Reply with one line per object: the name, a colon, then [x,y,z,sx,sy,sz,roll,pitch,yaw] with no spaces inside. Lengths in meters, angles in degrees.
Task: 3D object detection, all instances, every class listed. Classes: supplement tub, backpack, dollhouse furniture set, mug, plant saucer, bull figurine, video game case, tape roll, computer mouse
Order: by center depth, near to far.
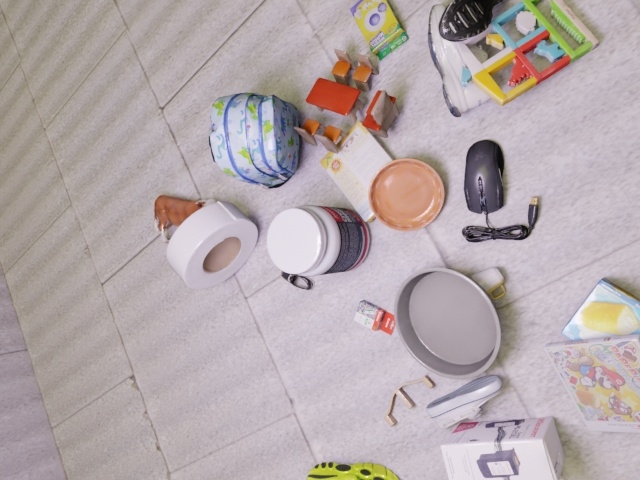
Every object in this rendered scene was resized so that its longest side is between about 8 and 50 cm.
video game case: [0.622,0.310,1.069,0.206,0.026,0.227,-25,95,53]
computer mouse: [0.438,-0.121,1.237,0.184,0.060,0.262,4,93,32]
mug: [0.426,0.102,1.258,0.064,0.078,0.062,-35,40,18]
plant saucer: [0.227,-0.123,1.338,0.200,0.037,0.200,3,110,9]
dollhouse furniture set: [0.076,-0.379,1.369,0.259,0.135,0.262,26,87,29]
supplement tub: [0.000,0.000,1.381,0.191,0.272,0.191,0,91,31]
backpack: [-0.178,-0.296,1.439,0.273,0.355,0.290,5,93,30]
tape roll: [-0.335,0.017,1.580,0.100,0.286,0.286,43,111,24]
bull figurine: [-0.466,-0.071,1.764,0.310,0.101,0.188,13,99,30]

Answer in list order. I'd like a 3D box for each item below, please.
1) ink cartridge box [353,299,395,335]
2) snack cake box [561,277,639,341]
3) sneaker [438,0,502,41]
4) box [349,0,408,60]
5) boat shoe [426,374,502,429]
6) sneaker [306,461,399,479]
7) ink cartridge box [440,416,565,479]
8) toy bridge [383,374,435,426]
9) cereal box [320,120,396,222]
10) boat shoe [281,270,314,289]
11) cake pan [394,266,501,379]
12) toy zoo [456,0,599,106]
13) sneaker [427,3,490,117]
ink cartridge box: [0.156,0.222,1.431,0.115,0.029,0.063,24,102,29]
snack cake box: [0.683,0.216,1.077,0.264,0.089,0.152,36,108,26]
sneaker: [0.352,-0.546,1.199,0.100,0.271,0.108,49,149,-16]
box: [0.164,-0.605,1.408,0.105,0.043,0.179,-32,76,28]
boat shoe: [0.378,0.415,1.281,0.226,0.083,0.076,-39,83,38]
sneaker: [0.106,0.713,1.443,0.295,0.109,0.124,-4,114,28]
ink cartridge box: [0.431,0.495,1.184,0.237,0.172,0.100,-17,82,30]
toy bridge: [0.233,0.435,1.390,0.063,0.026,0.188,48,113,24]
cereal box: [0.128,-0.194,1.431,0.173,0.047,0.240,-43,70,22]
boat shoe: [-0.078,0.122,1.567,0.125,0.038,0.046,26,104,28]
cake pan: [0.324,0.204,1.277,0.293,0.054,0.293,14,111,39]
toy zoo: [0.459,-0.445,1.178,0.293,0.030,0.192,-32,73,6]
sneaker: [0.352,-0.465,1.276,0.129,0.111,0.297,-17,84,13]
